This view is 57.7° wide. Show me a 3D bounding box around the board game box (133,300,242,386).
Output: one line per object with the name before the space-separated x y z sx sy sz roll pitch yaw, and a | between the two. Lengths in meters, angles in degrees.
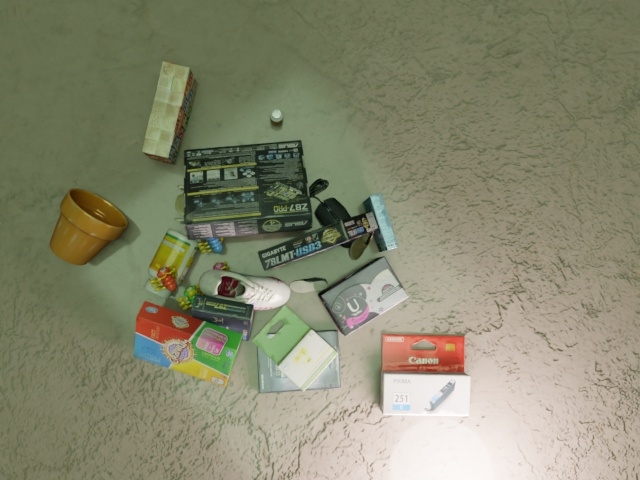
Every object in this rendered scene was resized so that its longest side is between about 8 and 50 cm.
board game box | -0.422 0.331 1.831 0.317 0.242 0.064 19 46 -2

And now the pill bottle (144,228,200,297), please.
pill bottle | -0.488 0.077 1.894 0.118 0.117 0.208 25 85 -2

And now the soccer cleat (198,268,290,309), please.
soccer cleat | -0.221 0.166 1.842 0.332 0.143 0.115 12 90 -34

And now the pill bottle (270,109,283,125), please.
pill bottle | -0.149 -0.416 1.964 0.044 0.083 0.043 0 87 -4

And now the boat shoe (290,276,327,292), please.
boat shoe | -0.040 0.146 1.963 0.125 0.038 0.046 -6 115 3

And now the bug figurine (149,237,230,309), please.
bug figurine | -0.389 0.098 1.854 0.279 0.072 0.216 -42 125 -23

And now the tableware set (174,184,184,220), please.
tableware set | -0.388 -0.112 1.953 0.194 0.039 0.128 5 75 -10

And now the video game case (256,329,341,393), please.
video game case | -0.073 0.405 1.952 0.275 0.026 0.195 -3 87 -4

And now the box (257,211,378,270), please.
box | 0.000 0.000 1.796 0.296 0.293 0.073 -21 87 24

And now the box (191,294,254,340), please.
box | -0.308 0.249 1.840 0.184 0.232 0.059 11 63 -4

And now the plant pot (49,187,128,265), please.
plant pot | -0.755 -0.031 1.852 0.205 0.205 0.188 38 100 -1

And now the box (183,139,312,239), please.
box | -0.236 -0.169 1.869 0.396 0.097 0.318 -6 55 -6

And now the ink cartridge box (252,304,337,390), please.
ink cartridge box | -0.086 0.352 1.915 0.235 0.056 0.171 43 85 -3

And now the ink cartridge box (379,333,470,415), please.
ink cartridge box | 0.353 0.453 1.960 0.297 0.066 0.260 2 88 -4

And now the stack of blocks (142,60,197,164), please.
stack of blocks | -0.488 -0.405 1.895 0.087 0.171 0.296 13 87 -3

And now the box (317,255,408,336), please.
box | 0.139 0.183 1.921 0.247 0.142 0.163 -31 89 -5

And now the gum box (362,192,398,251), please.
gum box | 0.198 -0.056 1.932 0.041 0.157 0.184 -17 88 -6

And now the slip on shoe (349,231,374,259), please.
slip on shoe | 0.142 0.009 1.960 0.052 0.041 0.135 19 107 -31

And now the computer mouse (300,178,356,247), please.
computer mouse | 0.010 -0.067 1.967 0.184 0.060 0.262 -34 89 -6
